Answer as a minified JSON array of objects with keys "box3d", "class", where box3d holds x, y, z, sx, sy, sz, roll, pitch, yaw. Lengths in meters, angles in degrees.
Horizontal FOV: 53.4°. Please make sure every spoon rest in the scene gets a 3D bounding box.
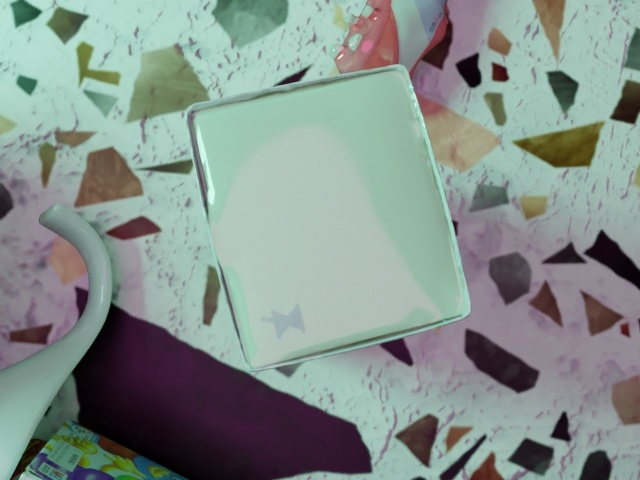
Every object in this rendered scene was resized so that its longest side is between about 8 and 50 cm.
[{"box3d":[-0.250,0.109,0.549,0.084,0.137,0.276,27,67,-31],"class":"spoon rest"}]

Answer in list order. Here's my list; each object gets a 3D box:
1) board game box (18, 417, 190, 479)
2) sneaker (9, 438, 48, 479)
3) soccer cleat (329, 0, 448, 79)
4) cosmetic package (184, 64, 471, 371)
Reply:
[{"box3d":[-0.128,0.283,0.507,0.275,0.142,0.144,31,84,-8],"class":"board game box"},{"box3d":[-0.306,0.250,0.571,0.175,0.064,0.067,-43,122,-10],"class":"sneaker"},{"box3d":[0.098,-0.247,0.625,0.095,0.083,0.248,34,78,-29],"class":"soccer cleat"},{"box3d":[0.000,0.000,0.479,0.129,0.296,0.153,-13,86,-2],"class":"cosmetic package"}]
